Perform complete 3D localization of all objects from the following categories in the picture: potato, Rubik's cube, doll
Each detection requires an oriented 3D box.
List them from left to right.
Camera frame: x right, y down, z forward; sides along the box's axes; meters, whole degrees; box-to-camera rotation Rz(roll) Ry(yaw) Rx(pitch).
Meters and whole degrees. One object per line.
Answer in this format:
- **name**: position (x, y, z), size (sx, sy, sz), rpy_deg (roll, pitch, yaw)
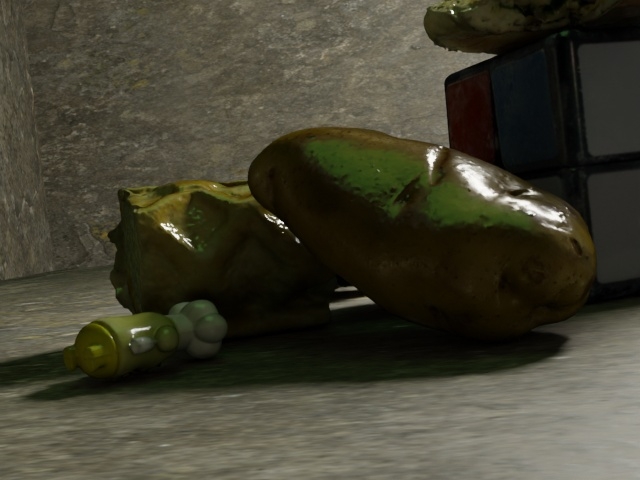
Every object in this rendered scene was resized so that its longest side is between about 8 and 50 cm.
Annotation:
- **doll**: position (-0.164, 0.097, 0.849), size (0.162, 0.062, 0.106), rpy_deg (-10, 3, -43)
- **potato**: position (0.091, -0.016, 0.861), size (0.369, 0.196, 0.176), rpy_deg (26, -18, 29)
- **Rubik's cube**: position (0.373, -0.100, 1.144), size (0.318, 0.317, 0.313), rpy_deg (-6, 2, -17)

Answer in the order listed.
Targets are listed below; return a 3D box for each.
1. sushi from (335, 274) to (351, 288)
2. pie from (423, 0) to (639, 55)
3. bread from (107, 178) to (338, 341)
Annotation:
- **sushi**: position (0.000, 0.000, 1.388), size (0.269, 0.171, 0.237), rpy_deg (-7, -25, 0)
- **pie**: position (0.293, -0.282, 1.071), size (0.337, 0.075, 0.337), rpy_deg (-7, 3, 0)
- **bread**: position (-0.114, 0.019, 1.036), size (0.251, 0.196, 0.238), rpy_deg (-3, 4, -19)
